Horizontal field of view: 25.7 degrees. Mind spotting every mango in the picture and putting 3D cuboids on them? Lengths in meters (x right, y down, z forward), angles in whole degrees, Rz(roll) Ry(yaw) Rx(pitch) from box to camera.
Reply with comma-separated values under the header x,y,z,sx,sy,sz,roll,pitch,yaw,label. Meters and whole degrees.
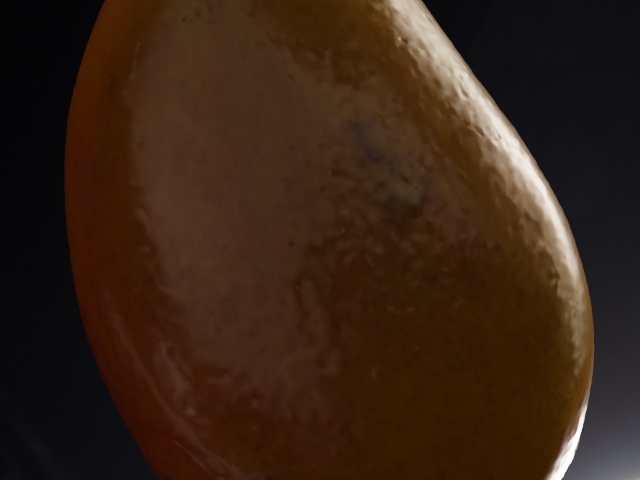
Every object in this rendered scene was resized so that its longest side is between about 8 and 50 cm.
x,y,z,sx,sy,sz,roll,pitch,yaw,label
-0.001,0.001,0.403,0.102,0.141,0.217,-30,-75,-76,mango
